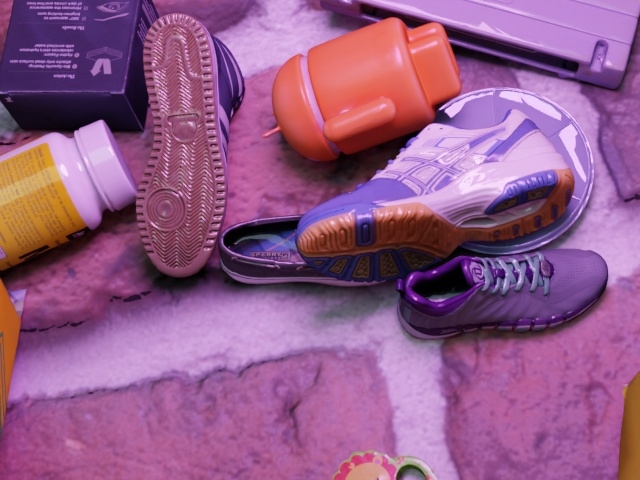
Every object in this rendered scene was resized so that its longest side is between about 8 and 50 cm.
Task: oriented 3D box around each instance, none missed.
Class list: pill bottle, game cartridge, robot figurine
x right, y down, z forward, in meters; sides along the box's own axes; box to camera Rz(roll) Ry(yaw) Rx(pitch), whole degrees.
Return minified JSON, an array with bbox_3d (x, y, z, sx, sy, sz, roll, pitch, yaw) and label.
[{"bbox_3d":[-0.315,-0.047,1.317,0.208,0.119,0.119,-24,66,-2],"label":"pill bottle"},{"bbox_3d":[0.201,-0.325,1.381,0.355,0.068,0.230,17,66,7],"label":"game cartridge"},{"bbox_3d":[0.042,-0.164,1.304,0.219,0.128,0.158,-19,64,12],"label":"robot figurine"}]

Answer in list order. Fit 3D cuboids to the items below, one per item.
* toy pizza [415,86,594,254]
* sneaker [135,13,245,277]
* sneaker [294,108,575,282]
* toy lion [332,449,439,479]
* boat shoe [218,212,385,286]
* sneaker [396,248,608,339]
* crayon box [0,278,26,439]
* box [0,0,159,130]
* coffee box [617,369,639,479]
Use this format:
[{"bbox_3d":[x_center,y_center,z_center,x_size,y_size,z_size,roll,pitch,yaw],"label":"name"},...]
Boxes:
[{"bbox_3d":[0.197,-0.075,1.302,0.201,0.032,0.201,-3,68,7],"label":"toy pizza"},{"bbox_3d":[-0.141,-0.105,1.337,0.099,0.153,0.282,1,95,6],"label":"sneaker"},{"bbox_3d":[0.106,-0.050,1.233,0.296,0.112,0.131,-14,55,-13],"label":"sneaker"},{"bbox_3d":[0.065,0.248,1.186,0.100,0.034,0.096,-30,59,-5],"label":"toy lion"},{"bbox_3d":[0.000,0.000,1.274,0.228,0.076,0.080,-1,67,8],"label":"boat shoe"},{"bbox_3d":[0.187,0.048,1.214,0.223,0.098,0.083,-14,66,2],"label":"sneaker"},{"bbox_3d":[-0.423,0.147,1.198,0.203,0.083,0.323,-11,40,4],"label":"crayon box"},{"bbox_3d":[-0.281,-0.218,1.398,0.156,0.093,0.158,2,66,9],"label":"box"},{"bbox_3d":[0.432,0.251,0.945,0.334,0.338,0.338,7,69,3],"label":"coffee box"}]
